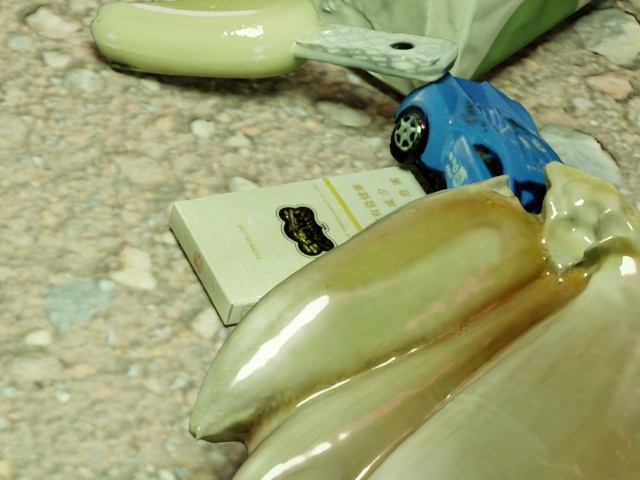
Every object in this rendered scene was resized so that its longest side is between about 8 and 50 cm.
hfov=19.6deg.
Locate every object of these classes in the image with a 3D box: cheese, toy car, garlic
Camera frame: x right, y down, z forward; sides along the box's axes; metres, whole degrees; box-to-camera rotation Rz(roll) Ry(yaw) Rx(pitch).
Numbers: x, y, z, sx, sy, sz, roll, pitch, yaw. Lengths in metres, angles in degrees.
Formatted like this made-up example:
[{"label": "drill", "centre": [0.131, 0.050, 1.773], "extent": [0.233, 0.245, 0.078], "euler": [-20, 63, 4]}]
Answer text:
[{"label": "cheese", "centre": [-0.023, -0.135, 1.232], "extent": [0.235, 0.050, 0.127], "euler": [12, 28, 26]}, {"label": "toy car", "centre": [0.121, -0.027, 1.164], "extent": [0.103, 0.063, 0.216], "euler": [9, 38, -36]}, {"label": "garlic", "centre": [0.093, 0.110, 0.953], "extent": [0.279, 0.132, 0.325], "euler": [38, 63, 20]}]

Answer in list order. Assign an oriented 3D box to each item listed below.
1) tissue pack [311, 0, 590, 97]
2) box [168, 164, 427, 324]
[{"label": "tissue pack", "centre": [0.105, -0.286, 1.364], "extent": [0.266, 0.194, 0.356], "euler": [35, 45, 20]}, {"label": "box", "centre": [0.000, 0.000, 1.144], "extent": [0.167, 0.024, 0.090], "euler": [-10, 49, -27]}]
